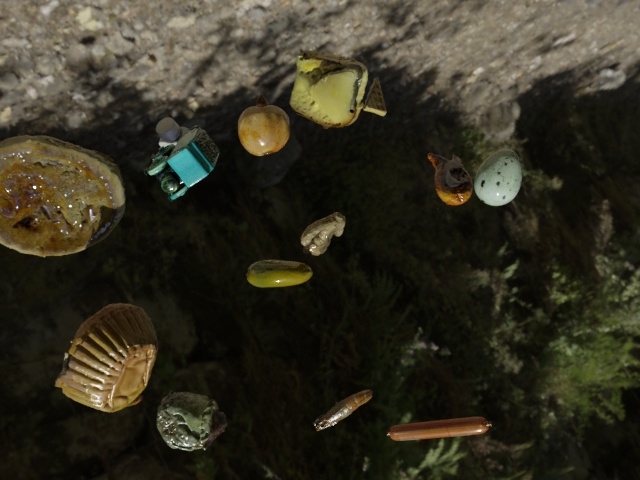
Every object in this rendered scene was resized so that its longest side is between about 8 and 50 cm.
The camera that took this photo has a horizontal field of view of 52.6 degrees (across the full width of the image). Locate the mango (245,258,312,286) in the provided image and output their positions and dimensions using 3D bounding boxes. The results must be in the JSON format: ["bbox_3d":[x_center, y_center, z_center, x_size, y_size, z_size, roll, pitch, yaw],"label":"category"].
[{"bbox_3d":[-0.124,0.094,1.897,0.191,0.085,0.122,-6,173,16],"label":"mango"}]

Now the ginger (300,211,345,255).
[{"bbox_3d":[0.013,-0.009,1.890,0.149,0.065,0.258,-32,165,-5],"label":"ginger"}]

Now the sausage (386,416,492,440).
[{"bbox_3d":[0.367,0.590,2.023,0.348,0.053,0.053,-14,179,27],"label":"sausage"}]

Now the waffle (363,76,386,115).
[{"bbox_3d":[0.164,-0.477,2.092,0.097,0.153,0.023,10,152,-39],"label":"waffle"}]

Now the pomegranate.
[{"bbox_3d":[-0.217,-0.425,2.472,0.207,0.207,0.207,-27,172,-4],"label":"pomegranate"}]

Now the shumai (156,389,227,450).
[{"bbox_3d":[-0.350,0.488,1.785,0.142,0.184,0.184,-25,175,32],"label":"shumai"}]

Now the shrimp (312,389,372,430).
[{"bbox_3d":[0.085,0.615,2.362,0.248,0.068,0.150,-27,156,-7],"label":"shrimp"}]

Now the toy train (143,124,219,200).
[{"bbox_3d":[-0.343,-0.200,1.643,0.163,0.112,0.203,-31,-155,13],"label":"toy train"}]

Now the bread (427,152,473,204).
[{"bbox_3d":[0.463,-0.218,2.302,0.139,0.269,0.095,7,127,-11],"label":"bread"}]

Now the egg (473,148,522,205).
[{"bbox_3d":[0.500,-0.177,1.807,0.131,0.131,0.164,-14,129,-61],"label":"egg"}]

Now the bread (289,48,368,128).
[{"bbox_3d":[0.038,-0.432,1.878,0.162,0.262,0.204,-8,121,-46],"label":"bread"}]

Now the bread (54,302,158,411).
[{"bbox_3d":[-0.506,0.288,1.592,0.274,0.149,0.274,-47,154,-32],"label":"bread"}]

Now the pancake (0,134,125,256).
[{"bbox_3d":[-0.655,-0.099,1.583,0.356,0.065,0.356,-12,130,-15],"label":"pancake"}]

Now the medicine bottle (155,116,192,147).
[{"bbox_3d":[-0.449,-0.311,2.064,0.119,0.069,0.183,2,154,23],"label":"medicine bottle"}]
